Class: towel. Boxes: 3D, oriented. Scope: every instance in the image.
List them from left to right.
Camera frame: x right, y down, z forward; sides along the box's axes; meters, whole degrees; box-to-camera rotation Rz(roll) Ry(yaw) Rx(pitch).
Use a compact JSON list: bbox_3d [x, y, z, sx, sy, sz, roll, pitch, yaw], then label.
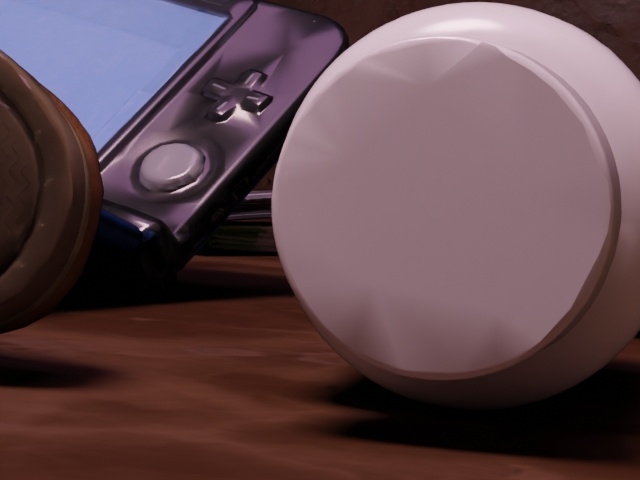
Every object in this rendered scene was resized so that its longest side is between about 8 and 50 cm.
[{"bbox_3d":[0.000,0.000,1.100,0.152,0.023,0.113,1,1,-5],"label":"towel"}]

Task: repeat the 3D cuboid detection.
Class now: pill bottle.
[{"bbox_3d":[0.048,-0.010,0.473,0.108,0.108,0.193,4,3,13],"label":"pill bottle"}]

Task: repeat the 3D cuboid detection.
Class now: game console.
[{"bbox_3d":[-0.174,-0.101,0.730,0.293,0.173,0.250,19,53,28],"label":"game console"}]

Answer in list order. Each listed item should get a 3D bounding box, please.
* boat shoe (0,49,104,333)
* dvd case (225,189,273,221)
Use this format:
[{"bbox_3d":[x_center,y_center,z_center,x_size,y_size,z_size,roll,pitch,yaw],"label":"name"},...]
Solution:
[{"bbox_3d":[-0.193,-0.029,0.525,0.307,0.111,0.104,12,-10,21],"label":"boat shoe"},{"bbox_3d":[-0.093,-0.022,1.116,0.221,0.018,0.164,0,4,45],"label":"dvd case"}]
